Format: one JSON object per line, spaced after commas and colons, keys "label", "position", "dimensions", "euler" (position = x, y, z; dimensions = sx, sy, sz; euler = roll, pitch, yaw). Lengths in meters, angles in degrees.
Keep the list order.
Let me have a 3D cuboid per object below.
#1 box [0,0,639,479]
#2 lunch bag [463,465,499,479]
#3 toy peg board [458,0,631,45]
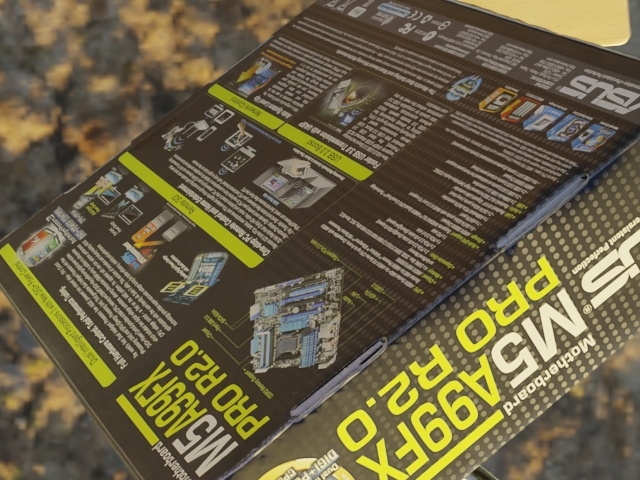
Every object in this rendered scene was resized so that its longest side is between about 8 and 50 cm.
{"label": "box", "position": [0.000, 0.000, 0.606], "dimensions": [0.216, 0.270, 0.060], "euler": [-39, 117, -9]}
{"label": "lunch bag", "position": [0.051, 0.119, 0.740], "dimensions": [0.083, 0.071, 0.053], "euler": [35, 89, -35]}
{"label": "toy peg board", "position": [0.112, -0.204, 1.012], "dimensions": [0.079, 0.161, 0.161], "euler": [-47, 133, -66]}
